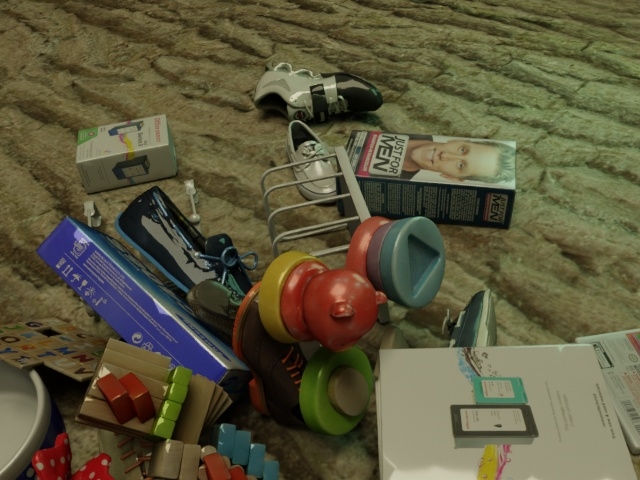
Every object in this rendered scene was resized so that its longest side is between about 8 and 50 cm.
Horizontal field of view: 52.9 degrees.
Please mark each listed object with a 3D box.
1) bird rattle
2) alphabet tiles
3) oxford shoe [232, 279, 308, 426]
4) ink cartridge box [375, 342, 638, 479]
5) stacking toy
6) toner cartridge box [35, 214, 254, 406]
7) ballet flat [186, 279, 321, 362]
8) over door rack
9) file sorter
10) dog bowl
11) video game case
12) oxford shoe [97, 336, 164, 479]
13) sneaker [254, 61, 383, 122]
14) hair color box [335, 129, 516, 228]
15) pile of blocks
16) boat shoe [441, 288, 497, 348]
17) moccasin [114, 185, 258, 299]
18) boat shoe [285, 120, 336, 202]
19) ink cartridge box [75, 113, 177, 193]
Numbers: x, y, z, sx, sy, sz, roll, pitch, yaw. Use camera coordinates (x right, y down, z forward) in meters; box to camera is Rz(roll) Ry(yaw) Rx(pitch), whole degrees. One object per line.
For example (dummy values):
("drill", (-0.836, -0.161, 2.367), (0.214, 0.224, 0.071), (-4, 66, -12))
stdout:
("bird rattle", (-0.326, 0.352, 0.759), (0.143, 0.253, 0.207), (3, -5, -32))
("alphabet tiles", (-0.430, 0.174, 1.046), (0.237, 0.009, 0.198), (16, 7, 24))
("oxford shoe", (-0.050, 0.163, 0.897), (0.098, 0.271, 0.097), (21, 52, 28))
("ink cartridge box", (0.208, 0.266, 0.803), (0.270, 0.198, 0.197), (-3, 42, 6))
("stacking toy", (0.085, 0.118, 0.884), (0.130, 0.279, 0.309), (3, 22, 42))
("toner cartridge box", (-0.258, 0.111, 0.979), (0.348, 0.165, 0.075), (39, 87, 16))
("ballet flat", (-0.102, 0.142, 1.011), (0.250, 0.058, 0.084), (32, 42, -22))
("over door rack", (-0.350, -0.012, 1.264), (0.240, 0.108, 0.324), (-13, 41, -8))
("file sorter", (0.000, 0.000, 1.143), (0.173, 0.193, 0.277), (-13, 41, -2))
("dog bowl", (-0.517, 0.298, 0.935), (0.265, 0.104, 0.265), (-4, 41, 3))
("video game case", (0.507, 0.213, 0.958), (0.183, 0.023, 0.201), (-8, 40, -2))
("oxford shoe", (-0.245, 0.300, 0.863), (0.140, 0.146, 0.397), (-18, 42, -13))
("sneaker", (-0.012, -0.343, 1.609), (0.331, 0.122, 0.146), (13, 63, 19))
("hair color box", (0.218, -0.131, 1.322), (0.347, 0.105, 0.174), (6, 43, 12))
("pile of blocks", (-0.131, 0.251, 0.772), (0.362, 0.112, 0.149), (45, 59, -5))
("boat shoe", (0.231, 0.150, 0.993), (0.079, 0.095, 0.254), (-11, 21, 20))
("moccasin", (-0.195, 0.032, 1.087), (0.342, 0.138, 0.117), (38, 89, 4))
("boat shoe", (-0.025, -0.179, 1.428), (0.095, 0.084, 0.258), (-19, 43, -15))
("ink cartridge box", (-0.453, -0.207, 1.512), (0.212, 0.093, 0.154), (-11, 41, -8))
